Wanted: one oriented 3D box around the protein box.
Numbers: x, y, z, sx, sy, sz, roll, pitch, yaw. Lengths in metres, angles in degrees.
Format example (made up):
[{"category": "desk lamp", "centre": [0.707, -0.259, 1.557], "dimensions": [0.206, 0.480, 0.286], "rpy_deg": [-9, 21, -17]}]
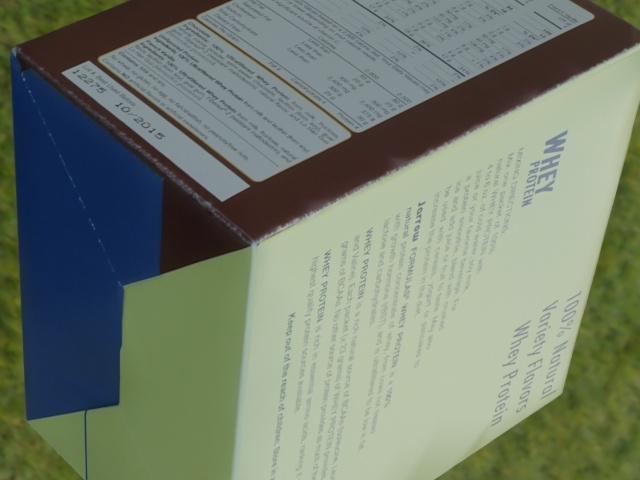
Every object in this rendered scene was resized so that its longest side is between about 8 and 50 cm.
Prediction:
[{"category": "protein box", "centre": [0.000, 0.000, 0.673], "dimensions": [0.201, 0.136, 0.200], "rpy_deg": [-28, 142, -33]}]
